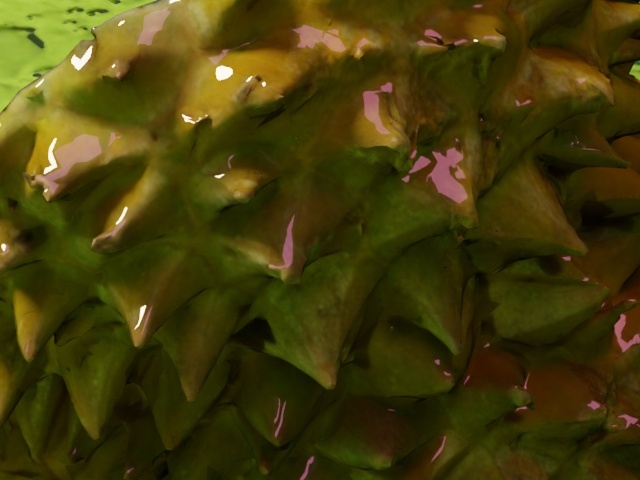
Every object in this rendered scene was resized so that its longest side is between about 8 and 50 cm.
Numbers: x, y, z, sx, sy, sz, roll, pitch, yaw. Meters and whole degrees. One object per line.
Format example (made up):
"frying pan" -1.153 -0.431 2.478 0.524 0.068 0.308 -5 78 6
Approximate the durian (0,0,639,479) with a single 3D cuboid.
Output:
"durian" 0.012 -0.009 0.482 0.305 0.196 0.185 -10 45 -28
